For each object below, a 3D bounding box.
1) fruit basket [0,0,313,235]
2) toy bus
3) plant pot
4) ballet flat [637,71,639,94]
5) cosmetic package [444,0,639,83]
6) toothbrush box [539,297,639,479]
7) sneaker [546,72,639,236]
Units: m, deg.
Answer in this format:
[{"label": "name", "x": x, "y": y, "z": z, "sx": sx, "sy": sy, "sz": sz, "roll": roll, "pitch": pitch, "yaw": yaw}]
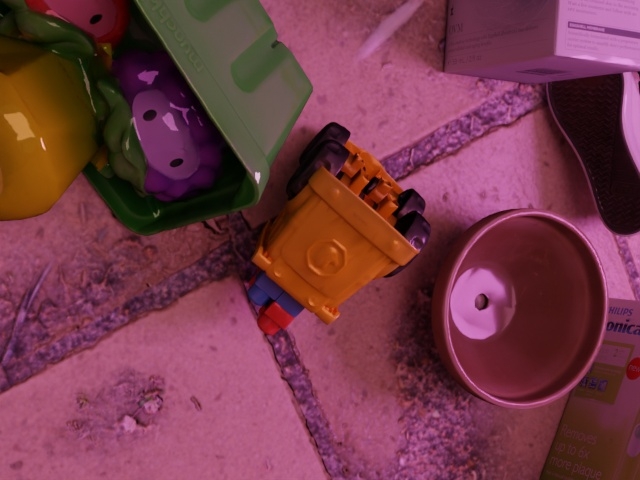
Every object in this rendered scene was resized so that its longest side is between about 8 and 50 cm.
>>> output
[{"label": "fruit basket", "x": -0.242, "y": -0.148, "z": 1.133, "sx": 0.392, "sy": 0.283, "sz": 0.392, "roll": 9, "pitch": 76, "yaw": -39}, {"label": "toy bus", "x": 0.000, "y": 0.000, "z": 1.300, "sx": 0.149, "sy": 0.220, "sz": 0.211, "roll": 39, "pitch": 106, "yaw": -10}, {"label": "plant pot", "x": 0.222, "y": 0.078, "z": 1.435, "sx": 0.237, "sy": 0.110, "sz": 0.237, "roll": -1, "pitch": 93, "yaw": -25}, {"label": "ballet flat", "x": 0.430, "y": -0.208, "z": 1.493, "sx": 0.070, "sy": 0.070, "sz": 0.188, "roll": -47, "pitch": 137, "yaw": -17}, {"label": "cosmetic package", "x": 0.260, "y": -0.306, "z": 1.373, "sx": 0.138, "sy": 0.224, "sz": 0.224, "roll": 4, "pitch": 90, "yaw": -26}, {"label": "toothbrush box", "x": 0.414, "y": 0.228, "z": 1.481, "sx": 0.122, "sy": 0.206, "sz": 0.283, "roll": 27, "pitch": 81, "yaw": -24}, {"label": "sneaker", "x": 0.368, "y": -0.149, "z": 1.522, "sx": 0.123, "sy": 0.106, "sz": 0.290, "roll": -14, "pitch": 90, "yaw": -60}]
